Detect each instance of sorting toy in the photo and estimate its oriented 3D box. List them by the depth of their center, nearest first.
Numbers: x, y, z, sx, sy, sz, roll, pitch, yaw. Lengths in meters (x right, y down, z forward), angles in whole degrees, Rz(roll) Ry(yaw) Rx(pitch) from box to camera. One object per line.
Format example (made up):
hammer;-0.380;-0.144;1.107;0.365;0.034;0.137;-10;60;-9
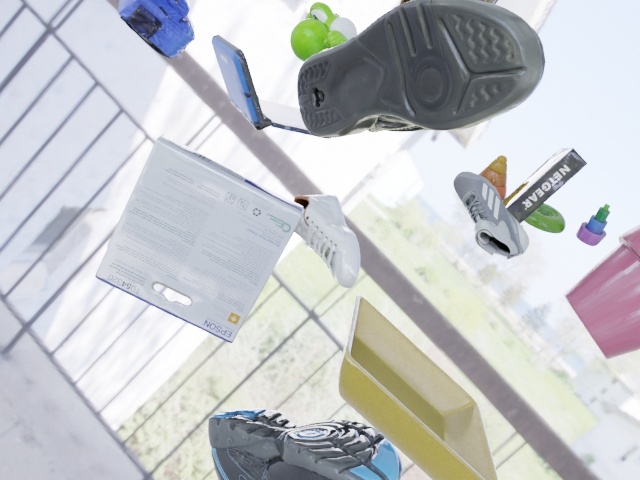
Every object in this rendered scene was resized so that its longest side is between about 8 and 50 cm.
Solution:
sorting toy;0.544;-0.109;1.671;0.366;0.126;0.127;22;31;7

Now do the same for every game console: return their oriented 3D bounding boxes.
game console;-0.117;-0.360;1.577;0.293;0.173;0.250;-130;-158;-59

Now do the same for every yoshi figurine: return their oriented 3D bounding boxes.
yoshi figurine;0.054;-0.442;1.714;0.362;0.203;0.203;50;23;11

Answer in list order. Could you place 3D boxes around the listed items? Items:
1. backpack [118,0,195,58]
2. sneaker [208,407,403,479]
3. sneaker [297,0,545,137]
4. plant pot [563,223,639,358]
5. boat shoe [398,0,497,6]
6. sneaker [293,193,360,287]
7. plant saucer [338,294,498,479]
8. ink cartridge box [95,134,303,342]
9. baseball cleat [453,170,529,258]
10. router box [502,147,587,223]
backpack;-0.260;-0.368;1.119;0.120;0.101;0.098;43;22;-34
sneaker;-0.024;0.298;0.851;0.125;0.139;0.341;1;-5;-36
sneaker;0.089;-0.123;0.490;0.227;0.130;0.087;1;-75;60
plant pot;0.518;0.098;1.120;0.201;0.180;0.201;51;14;-18
boat shoe;0.178;-0.357;0.962;0.120;0.324;0.122;-18;52;-34
sneaker;0.000;0.000;1.461;0.123;0.105;0.290;4;34;-19
plant saucer;0.151;0.273;1.192;0.333;0.081;0.333;43;13;-4
ink cartridge box;-0.250;0.002;1.397;0.324;0.330;0.071;28;18;-7
baseball cleat;0.312;-0.052;1.292;0.109;0.072;0.206;-16;58;-43
router box;0.441;-0.109;1.361;0.046;0.179;0.133;46;11;1
